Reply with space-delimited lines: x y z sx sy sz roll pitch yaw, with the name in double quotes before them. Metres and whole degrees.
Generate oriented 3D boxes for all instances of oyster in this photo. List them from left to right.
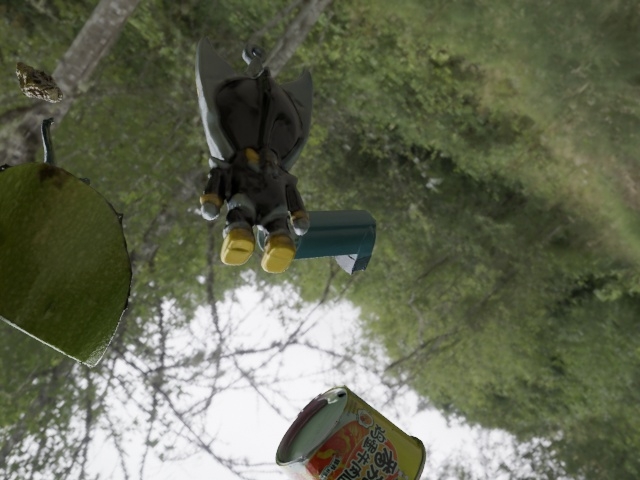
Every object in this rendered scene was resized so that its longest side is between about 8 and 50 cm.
"oyster" -0.463 -0.259 1.170 0.093 0.034 0.051 28 -137 -7

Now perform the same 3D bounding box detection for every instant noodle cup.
"instant noodle cup" 0.049 0.431 1.425 0.200 0.264 0.264 46 -159 -11

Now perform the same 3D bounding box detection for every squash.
"squash" -0.277 0.024 0.667 0.192 0.184 0.085 27 -157 3

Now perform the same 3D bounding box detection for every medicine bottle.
"medicine bottle" 0.000 0.000 1.326 0.258 0.124 0.079 -1 -137 -41

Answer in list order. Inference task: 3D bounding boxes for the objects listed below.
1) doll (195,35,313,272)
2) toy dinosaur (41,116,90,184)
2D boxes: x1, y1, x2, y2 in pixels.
"doll" -0.072 -0.112 0.848 0.145 0.103 0.316 -3 -123 -4
"toy dinosaur" -0.624 -0.094 1.651 0.147 0.363 0.076 22 -170 17
